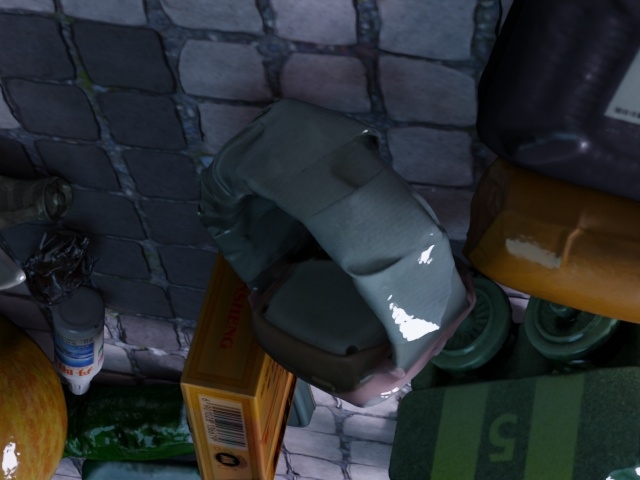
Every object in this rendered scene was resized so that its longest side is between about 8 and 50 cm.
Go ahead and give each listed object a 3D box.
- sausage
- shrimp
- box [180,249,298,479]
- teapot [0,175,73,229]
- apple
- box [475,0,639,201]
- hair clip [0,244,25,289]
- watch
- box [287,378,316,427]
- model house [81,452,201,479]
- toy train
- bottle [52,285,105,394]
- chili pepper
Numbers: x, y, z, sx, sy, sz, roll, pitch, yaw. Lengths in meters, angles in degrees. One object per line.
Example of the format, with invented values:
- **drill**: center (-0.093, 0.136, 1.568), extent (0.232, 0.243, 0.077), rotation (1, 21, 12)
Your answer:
- **sausage**: center (0.292, 0.019, 1.039), extent (0.353, 0.116, 0.134), rotation (15, 148, -6)
- **shrimp**: center (-0.259, 0.022, 1.336), extent (0.056, 0.065, 0.165), rotation (-6, 158, -35)
- **box**: center (-0.072, 0.130, 1.322), extent (0.076, 0.174, 0.274), rotation (11, 149, 7)
- **teapot**: center (-0.279, -0.036, 1.245), extent (0.083, 0.067, 0.057), rotation (-4, 113, 14)
- **apple**: center (-0.418, 0.192, 1.498), extent (0.264, 0.264, 0.264), rotation (11, 150, 6)
- **box**: center (0.266, -0.115, 0.865), extent (0.289, 0.073, 0.289), rotation (15, 150, -1)
- **hair clip**: center (-0.397, -0.009, 1.251), extent (0.282, 0.113, 0.173), rotation (-23, 108, 29)
- **watch**: center (0.000, 0.000, 1.065), extent (0.253, 0.162, 0.241), rotation (20, 152, 51)
- **box**: center (-0.057, 0.176, 1.533), extent (0.091, 0.031, 0.126), rotation (7, 148, 12)
- **model house**: center (-0.143, 0.368, 1.771), extent (0.280, 0.230, 0.249), rotation (3, -169, 19)
- **toy train**: center (0.200, 0.150, 1.178), extent (0.299, 0.238, 0.167), rotation (-14, 143, 41)
- **bottle**: center (-0.274, 0.123, 1.512), extent (0.060, 0.060, 0.217), rotation (14, 151, -1)
- **chili pepper**: center (-0.258, 0.223, 1.640), extent (0.270, 0.099, 0.136), rotation (-4, 171, 18)
